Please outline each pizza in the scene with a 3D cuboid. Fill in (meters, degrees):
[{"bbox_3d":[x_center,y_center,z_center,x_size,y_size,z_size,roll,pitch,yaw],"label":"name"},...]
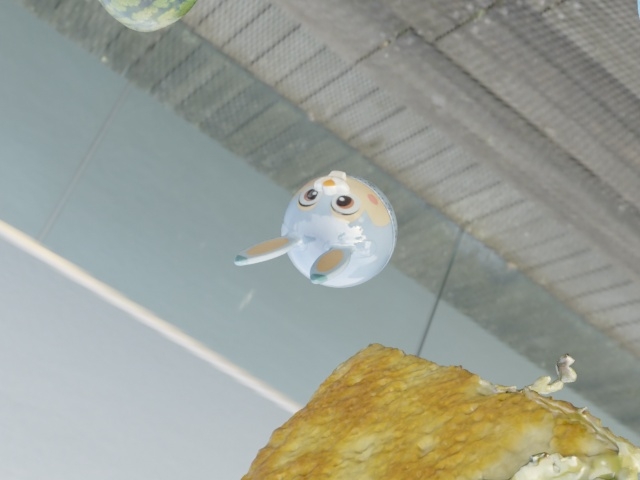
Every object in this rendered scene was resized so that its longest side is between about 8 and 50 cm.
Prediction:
[{"bbox_3d":[0.057,0.154,0.635,0.288,0.280,0.075,-11,116,44],"label":"pizza"}]

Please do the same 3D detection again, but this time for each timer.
[{"bbox_3d":[0.007,-0.019,1.449,0.175,0.175,0.255,10,178,24],"label":"timer"}]

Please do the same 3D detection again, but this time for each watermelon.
[{"bbox_3d":[-0.200,-0.290,1.230,0.163,0.086,0.069,-20,165,28],"label":"watermelon"}]

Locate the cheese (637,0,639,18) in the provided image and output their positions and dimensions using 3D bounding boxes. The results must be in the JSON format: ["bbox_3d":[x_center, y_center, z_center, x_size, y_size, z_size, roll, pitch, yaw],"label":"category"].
[{"bbox_3d":[0.378,-0.303,1.105,0.106,0.037,0.256,37,134,42],"label":"cheese"}]
